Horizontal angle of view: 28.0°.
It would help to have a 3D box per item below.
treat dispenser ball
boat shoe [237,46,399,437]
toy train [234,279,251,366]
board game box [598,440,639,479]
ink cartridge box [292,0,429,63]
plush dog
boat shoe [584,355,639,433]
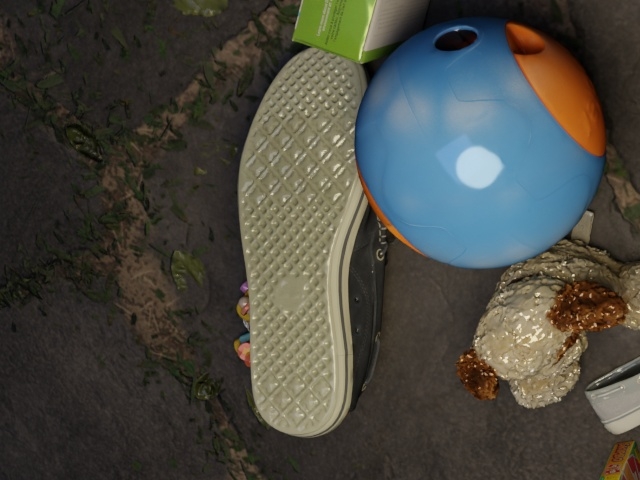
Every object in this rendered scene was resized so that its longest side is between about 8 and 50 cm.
[{"bbox_3d":[0.181,-0.111,1.469,0.288,0.288,0.288,7,109,22],"label":"treat dispenser ball"},{"bbox_3d":[0.000,0.000,1.667,0.186,0.156,0.500,2,91,25],"label":"boat shoe"},{"bbox_3d":[-0.066,0.119,1.788,0.125,0.046,0.166,17,112,19],"label":"toy train"},{"bbox_3d":[0.410,0.397,1.618,0.039,0.124,0.259,-12,101,26],"label":"board game box"},{"bbox_3d":[0.074,-0.351,1.501,0.097,0.189,0.255,21,112,19],"label":"ink cartridge box"},{"bbox_3d":[0.265,0.087,1.528,0.262,0.225,0.211,-42,87,29],"label":"plush dog"},{"bbox_3d":[0.418,0.153,1.564,0.081,0.079,0.227,49,122,-1],"label":"boat shoe"}]
